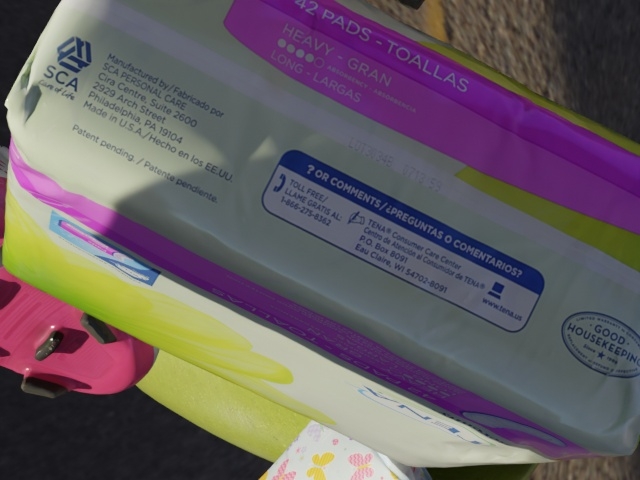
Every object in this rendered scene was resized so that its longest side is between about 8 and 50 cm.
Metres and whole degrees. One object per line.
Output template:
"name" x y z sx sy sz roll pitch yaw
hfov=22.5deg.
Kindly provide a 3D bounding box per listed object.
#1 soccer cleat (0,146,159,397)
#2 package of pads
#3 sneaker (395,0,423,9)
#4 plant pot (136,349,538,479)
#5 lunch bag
"soccer cleat" -0.213 -0.049 0.840 0.331 0.143 0.116 32 134 -8
"package of pads" 0.000 0.000 0.611 0.229 0.296 0.101 26 77 -6
"sneaker" 0.128 -0.207 0.958 0.232 0.081 0.090 -16 64 46
"plant pot" -0.006 0.056 1.194 0.293 0.275 0.274 -2 90 41
"lunch bag" 0.017 0.127 0.776 0.053 0.083 0.071 33 100 -37
